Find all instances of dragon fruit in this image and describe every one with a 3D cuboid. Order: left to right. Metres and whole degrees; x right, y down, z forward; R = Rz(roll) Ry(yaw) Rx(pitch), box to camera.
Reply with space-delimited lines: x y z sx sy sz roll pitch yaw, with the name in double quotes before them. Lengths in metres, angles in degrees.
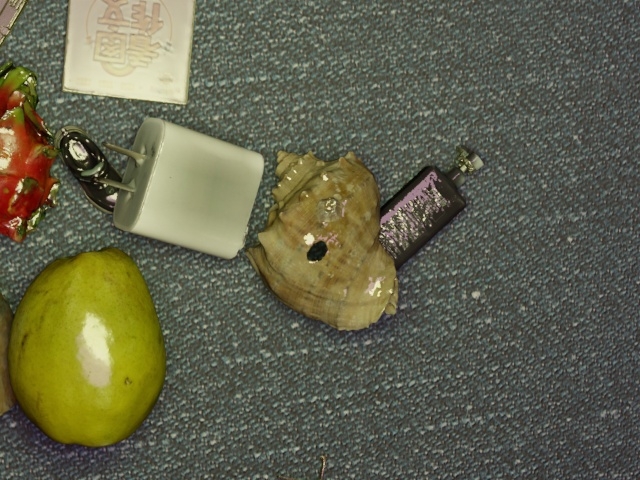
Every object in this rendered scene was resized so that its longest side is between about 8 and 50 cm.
"dragon fruit" -0.482 -0.136 1.596 0.200 0.198 0.269 36 65 -12

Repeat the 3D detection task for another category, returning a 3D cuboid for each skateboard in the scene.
"skateboard" -0.032 0.407 1.798 0.083 0.032 0.064 10 82 -14

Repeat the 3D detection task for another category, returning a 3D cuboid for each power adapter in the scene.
"power adapter" -0.240 -0.090 1.633 0.255 0.124 0.187 16 89 -30

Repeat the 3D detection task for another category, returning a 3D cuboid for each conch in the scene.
"conch" -0.006 -0.004 1.664 0.263 0.186 0.324 -38 61 17

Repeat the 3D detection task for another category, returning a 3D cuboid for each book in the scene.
"book" -0.312 -0.382 1.684 0.208 0.020 0.295 4 94 -13

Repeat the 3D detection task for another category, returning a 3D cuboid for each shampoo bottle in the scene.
"shampoo bottle" 0.164 -0.044 1.779 0.309 0.071 0.098 -42 98 -5

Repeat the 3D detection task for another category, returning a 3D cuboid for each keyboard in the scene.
"keyboard" -0.526 -0.348 1.646 0.049 0.015 0.129 30 88 -7

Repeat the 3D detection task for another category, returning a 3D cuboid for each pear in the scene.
"pear" -0.365 0.168 1.597 0.253 0.253 0.307 -5 93 -11

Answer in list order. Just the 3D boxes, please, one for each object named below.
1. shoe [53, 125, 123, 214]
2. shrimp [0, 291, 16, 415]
"shoe" -0.370 -0.114 1.651 0.071 0.099 0.169 -38 101 -9
"shrimp" -0.585 0.096 1.532 0.110 0.221 0.446 -9 124 24
